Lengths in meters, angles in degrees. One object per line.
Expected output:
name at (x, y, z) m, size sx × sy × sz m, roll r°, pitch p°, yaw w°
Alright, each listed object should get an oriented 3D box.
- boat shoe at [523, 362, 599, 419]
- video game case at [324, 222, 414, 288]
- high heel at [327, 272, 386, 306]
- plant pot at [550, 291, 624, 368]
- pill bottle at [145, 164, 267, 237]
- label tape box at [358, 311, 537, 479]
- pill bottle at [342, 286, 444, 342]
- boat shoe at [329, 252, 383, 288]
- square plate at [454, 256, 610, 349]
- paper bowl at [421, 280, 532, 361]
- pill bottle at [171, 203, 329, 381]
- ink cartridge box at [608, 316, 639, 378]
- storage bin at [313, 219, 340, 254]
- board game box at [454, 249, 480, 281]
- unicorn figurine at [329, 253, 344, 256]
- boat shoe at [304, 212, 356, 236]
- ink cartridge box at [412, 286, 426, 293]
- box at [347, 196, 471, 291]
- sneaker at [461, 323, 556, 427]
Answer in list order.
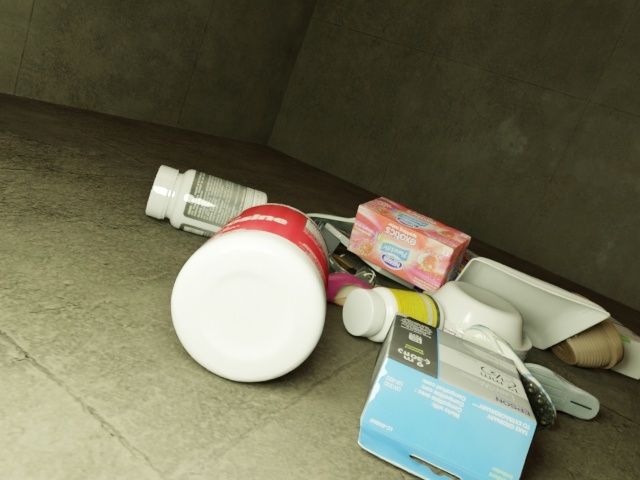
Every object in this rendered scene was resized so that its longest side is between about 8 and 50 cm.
boat shoe at (0.498, 0.329, 1.118) m, size 0.226 × 0.083 × 0.076 m, roll 30°, pitch 0°, yaw -12°
video game case at (0.155, 0.048, 1.631) m, size 0.204 × 0.025 × 0.285 m, roll 27°, pitch 9°, yaw -45°
high heel at (0.091, 0.147, 1.214) m, size 0.244 × 0.082 × 0.117 m, roll 18°, pitch 23°, yaw -32°
plant pot at (0.723, 0.275, 1.452) m, size 0.110 × 0.237 × 0.237 m, roll -28°, pitch 29°, yaw -9°
pill bottle at (-0.297, -0.092, 1.340) m, size 0.283 × 0.161 × 0.161 m, roll 18°, pitch 14°, yaw -16°
label tape box at (0.211, 0.261, 0.847) m, size 0.249 × 0.115 × 0.348 m, roll 23°, pitch 12°, yaw 7°
pill bottle at (0.160, 0.166, 1.119) m, size 0.208 × 0.119 × 0.119 m, roll 12°, pitch 16°, yaw -35°
boat shoe at (0.114, 0.110, 1.359) m, size 0.233 × 0.079 × 0.084 m, roll 25°, pitch 14°, yaw 8°
square plate at (0.516, 0.168, 1.364) m, size 0.344 × 0.049 × 0.347 m, roll 23°, pitch -26°, yaw 6°
paper bowl at (0.372, 0.202, 1.243) m, size 0.284 × 0.148 × 0.284 m, roll 21°, pitch 14°, yaw -6°
pill bottle at (-0.099, 0.059, 0.919) m, size 0.229 × 0.229 × 0.407 m, roll 20°, pitch 13°, yaw -3°
ink cartridge box at (0.905, 0.312, 1.667) m, size 0.198 × 0.114 × 0.273 m, roll 20°, pitch 14°, yaw -5°
storage bin at (0.000, 0.000, 1.583) m, size 0.091 × 0.098 × 0.135 m, roll 37°, pitch -4°, yaw -9°
board game box at (0.511, 0.143, 1.601) m, size 0.347 × 0.078 × 0.233 m, roll 31°, pitch 27°, yaw 1°
unicorn figurine at (-0.032, 0.041, 1.468) m, size 0.162 × 0.060 × 0.111 m, roll -3°, pitch 33°, yaw -27°
boat shoe at (0.071, -0.047, 1.849) m, size 0.302 × 0.091 × 0.114 m, roll 8°, pitch 6°, yaw 31°
ink cartridge box at (0.442, 0.152, 1.719) m, size 0.371 × 0.069 × 0.176 m, roll 9°, pitch 19°, yaw -33°
box at (0.246, 0.009, 1.451) m, size 0.300 × 0.154 × 0.142 m, roll 29°, pitch 29°, yaw 26°
sneaker at (0.387, 0.266, 1.033) m, size 0.086 × 0.085 × 0.237 m, roll -13°, pitch 57°, yaw -47°
